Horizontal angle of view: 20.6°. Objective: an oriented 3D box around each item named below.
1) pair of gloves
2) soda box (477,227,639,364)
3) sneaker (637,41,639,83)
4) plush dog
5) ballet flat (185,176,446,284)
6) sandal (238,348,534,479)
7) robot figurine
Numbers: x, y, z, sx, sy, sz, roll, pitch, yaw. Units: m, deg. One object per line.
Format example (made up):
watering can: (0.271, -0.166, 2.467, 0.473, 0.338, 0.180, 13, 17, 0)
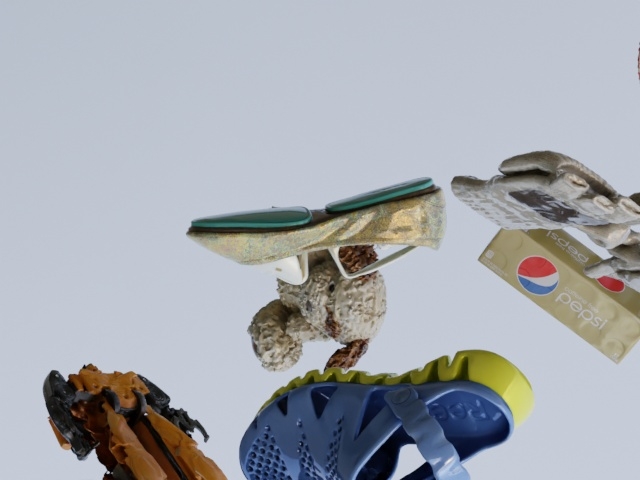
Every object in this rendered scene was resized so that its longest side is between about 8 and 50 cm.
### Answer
pair of gloves: (0.237, -0.005, 1.405, 0.042, 0.240, 0.204, -64, -165, -10)
soda box: (0.256, 0.043, 1.803, 0.061, 0.181, 0.058, -56, 174, 34)
sneaker: (0.350, -0.215, 1.646, 0.067, 0.064, 0.175, 24, -102, 30)
plush dog: (0.019, 0.082, 2.666, 0.210, 0.262, 0.225, -10, -160, -30)
ballet flat: (0.000, 0.000, 2.339, 0.348, 0.123, 0.123, -10, -156, -4)
sandal: (0.047, 0.197, 1.713, 0.317, 0.126, 0.138, -18, -153, 32)
robot figurine: (-0.206, 0.253, 1.999, 0.291, 0.211, 0.085, 49, -65, 34)
